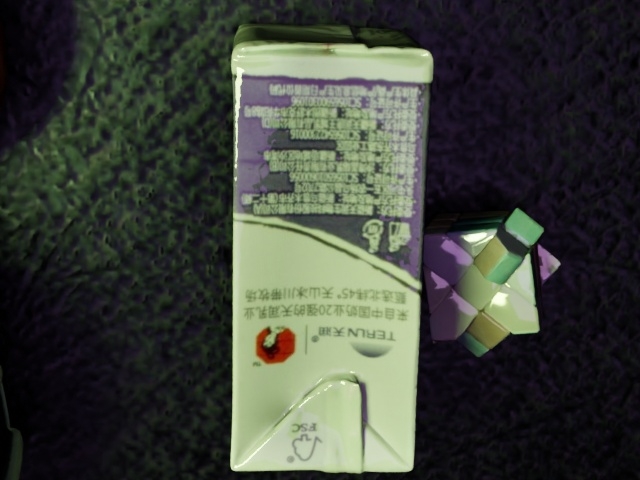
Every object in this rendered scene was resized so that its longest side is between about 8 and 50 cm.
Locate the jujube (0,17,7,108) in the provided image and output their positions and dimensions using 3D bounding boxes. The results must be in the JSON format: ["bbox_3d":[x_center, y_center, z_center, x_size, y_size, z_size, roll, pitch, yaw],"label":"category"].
[{"bbox_3d":[-0.274,-0.089,0.689,0.232,0.213,0.213,-12,103,-2],"label":"jujube"}]

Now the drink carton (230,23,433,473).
[{"bbox_3d":[0.000,0.001,0.766,0.102,0.134,0.222,1,103,-5],"label":"drink carton"}]

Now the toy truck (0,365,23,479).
[{"bbox_3d":[-0.339,0.129,0.762,0.363,0.176,0.178,-18,112,1],"label":"toy truck"}]

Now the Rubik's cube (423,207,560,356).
[{"bbox_3d":[0.098,0.022,0.806,0.073,0.075,0.084,-7,118,14],"label":"Rubik's cube"}]
